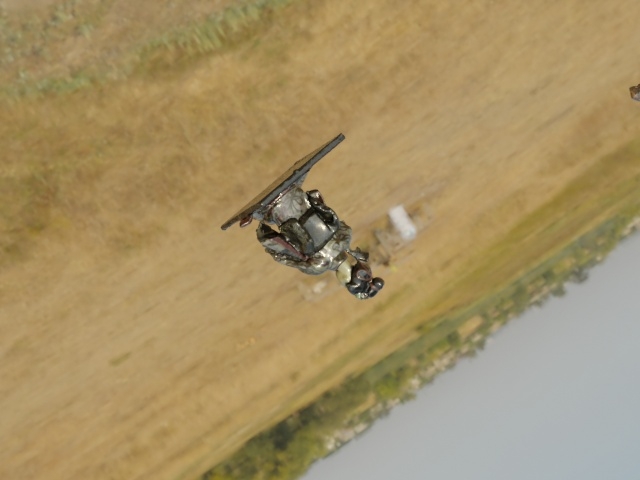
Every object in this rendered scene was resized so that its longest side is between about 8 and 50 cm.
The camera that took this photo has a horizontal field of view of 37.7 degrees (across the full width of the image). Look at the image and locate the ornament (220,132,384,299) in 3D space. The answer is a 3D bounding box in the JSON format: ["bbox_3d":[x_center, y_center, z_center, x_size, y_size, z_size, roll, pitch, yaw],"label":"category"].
[{"bbox_3d":[0.000,0.000,1.217,0.166,0.196,0.153,-41,-174,-25],"label":"ornament"}]

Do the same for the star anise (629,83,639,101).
[{"bbox_3d":[0.589,-0.234,1.487,0.208,0.063,0.172,-6,-170,-8],"label":"star anise"}]
